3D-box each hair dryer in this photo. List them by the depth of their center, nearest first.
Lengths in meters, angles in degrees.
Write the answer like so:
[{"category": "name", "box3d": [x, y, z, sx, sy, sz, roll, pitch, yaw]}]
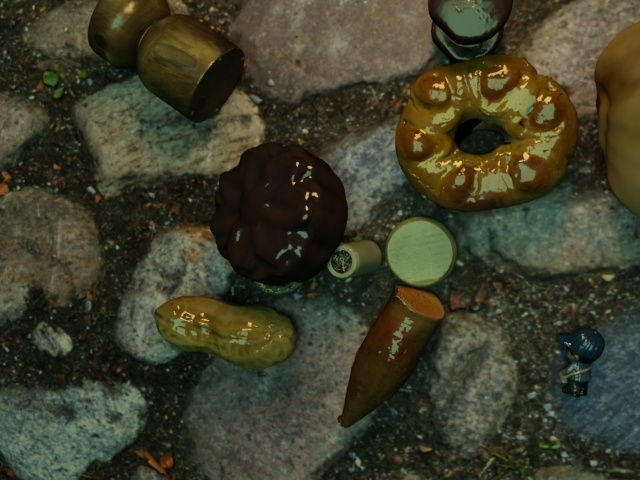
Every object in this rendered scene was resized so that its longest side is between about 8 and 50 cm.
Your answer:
[{"category": "hair dryer", "box3d": [0.000, 0.000, 1.359, 0.237, 0.131, 0.073, 29, 105, 23]}]

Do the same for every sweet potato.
[{"category": "sweet potato", "box3d": [0.127, 0.249, 1.341, 0.131, 0.131, 0.336, 29, 101, 9]}]

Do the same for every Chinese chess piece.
[{"category": "Chinese chess piece", "box3d": [0.202, 0.022, 1.337, 0.144, 0.058, 0.143, 2, 97, 15]}]

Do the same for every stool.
[{"category": "stool", "box3d": [-0.309, -0.382, 1.352, 0.264, 0.179, 0.179, 36, 103, 8]}]

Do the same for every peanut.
[{"category": "peanut", "box3d": [-0.201, 0.187, 1.403, 0.306, 0.147, 0.146, 13, 99, 12]}]

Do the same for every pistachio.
[{"category": "pistachio", "box3d": [0.645, -0.179, 1.095, 0.445, 0.281, 0.365, 42, 104, 9]}]

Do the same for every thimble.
[{"category": "thimble", "box3d": [-0.082, 0.073, 1.406, 0.110, 0.062, 0.084, 13, 99, 12]}]

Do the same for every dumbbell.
[{"category": "dumbbell", "box3d": [0.264, -0.399, 1.190, 0.140, 0.225, 0.124, 45, 101, 4]}]

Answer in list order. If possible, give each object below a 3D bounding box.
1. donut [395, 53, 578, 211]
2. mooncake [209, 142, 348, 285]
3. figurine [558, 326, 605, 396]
[{"category": "donut", "box3d": [0.302, -0.192, 1.243, 0.317, 0.150, 0.299, 33, 102, 7]}, {"category": "mooncake", "box3d": [-0.090, -0.052, 1.300, 0.283, 0.141, 0.282, -11, 71, 35]}, {"category": "figurine", "box3d": [0.501, 0.233, 1.280, 0.077, 0.079, 0.136, -2, 91, -28]}]
